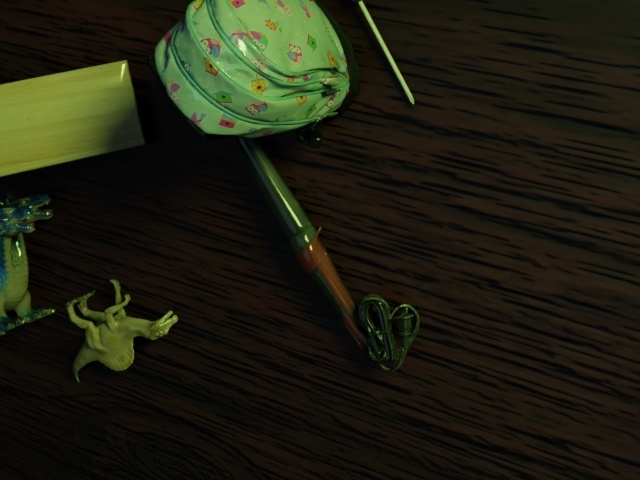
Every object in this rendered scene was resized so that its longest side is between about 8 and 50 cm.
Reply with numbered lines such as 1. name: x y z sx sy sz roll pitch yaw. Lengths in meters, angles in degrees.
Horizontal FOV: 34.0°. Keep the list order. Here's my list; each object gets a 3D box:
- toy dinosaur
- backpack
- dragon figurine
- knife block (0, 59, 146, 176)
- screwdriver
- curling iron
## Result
1. toy dinosaur: -0.239 0.101 1.130 0.183 0.053 0.092 -27 90 33
2. backpack: -0.055 -0.154 0.870 0.152 0.182 0.115 49 122 11
3. dragon figurine: -0.396 0.044 1.187 0.289 0.085 0.144 -22 90 29
4. knife block: -0.346 -0.099 1.024 0.275 0.242 0.088 -6 101 32
5. screwdriver: 0.042 -0.194 0.897 0.170 0.024 0.025 60 152 1
6. curling iron: 0.000 0.000 0.968 0.068 0.035 0.274 -39 83 29
